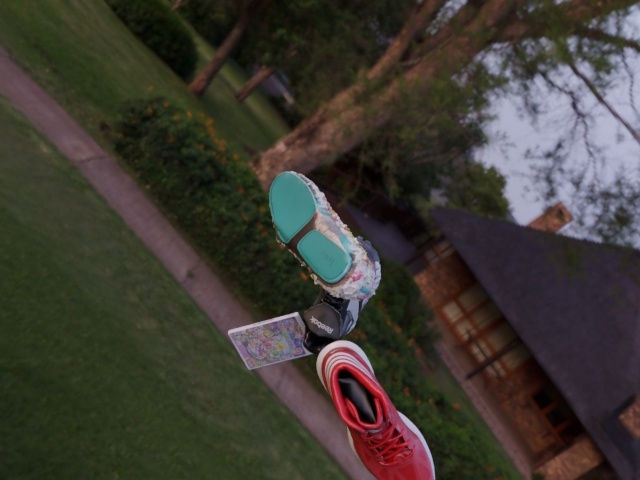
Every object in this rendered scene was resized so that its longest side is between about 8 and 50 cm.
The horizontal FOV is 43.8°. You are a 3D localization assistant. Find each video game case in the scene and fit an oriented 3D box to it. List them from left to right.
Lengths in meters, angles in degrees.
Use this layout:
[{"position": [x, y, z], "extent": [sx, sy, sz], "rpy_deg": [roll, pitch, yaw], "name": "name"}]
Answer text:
[{"position": [-0.078, 0.165, 1.301], "extent": [0.011, 0.122, 0.087], "rpy_deg": [-87, 158, -55], "name": "video game case"}]

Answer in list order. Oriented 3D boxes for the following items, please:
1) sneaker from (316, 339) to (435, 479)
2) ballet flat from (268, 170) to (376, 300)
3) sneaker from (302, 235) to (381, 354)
[{"position": [0.065, 0.228, 0.922], "extent": [0.221, 0.087, 0.128], "rpy_deg": [54, 4, -6], "name": "sneaker"}, {"position": [0.000, 0.000, 1.043], "extent": [0.077, 0.091, 0.241], "rpy_deg": [37, 15, -43], "name": "ballet flat"}, {"position": [0.026, 0.096, 1.211], "extent": [0.078, 0.234, 0.106], "rpy_deg": [32, 46, 12], "name": "sneaker"}]
